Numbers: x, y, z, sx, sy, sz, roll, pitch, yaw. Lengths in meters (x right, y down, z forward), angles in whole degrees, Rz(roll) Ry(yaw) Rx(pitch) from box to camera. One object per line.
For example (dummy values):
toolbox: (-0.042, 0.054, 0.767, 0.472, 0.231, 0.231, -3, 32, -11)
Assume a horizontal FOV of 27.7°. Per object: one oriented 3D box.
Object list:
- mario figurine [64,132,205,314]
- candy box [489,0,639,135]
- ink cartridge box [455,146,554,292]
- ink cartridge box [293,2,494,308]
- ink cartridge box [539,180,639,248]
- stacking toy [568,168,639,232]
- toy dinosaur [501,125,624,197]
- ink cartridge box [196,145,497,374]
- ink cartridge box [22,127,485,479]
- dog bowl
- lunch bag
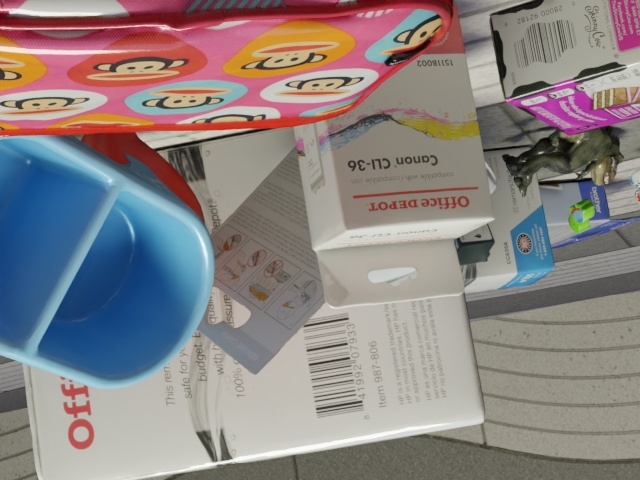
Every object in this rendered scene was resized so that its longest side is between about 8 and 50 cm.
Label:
mario figurine: (-0.251, 0.009, 1.037, 0.320, 0.198, 0.170, -4, 147, -1)
candy box: (0.263, -0.148, 0.956, 0.233, 0.071, 0.159, -15, 168, 26)
ink cartridge box: (0.137, -0.015, 1.383, 0.190, 0.140, 0.082, -7, 168, -14)
ink cartridge box: (0.048, -0.059, 0.892, 0.115, 0.198, 0.067, -6, 170, -22)
ink cartridge box: (0.229, -0.022, 1.656, 0.311, 0.065, 0.186, -2, 168, -23)
stacking toy: (0.386, -0.068, 1.431, 0.167, 0.052, 0.221, -26, 176, -19)
toy dinosaur: (0.241, -0.091, 1.286, 0.118, 0.064, 0.268, -27, 168, 9)
ink cartridge box: (0.000, 0.000, 1.018, 0.066, 0.232, 0.189, 45, 171, -34)
ink cartridge box: (-0.065, 0.059, 1.200, 0.394, 0.286, 0.166, -10, 170, 6)
dog bowl: (-0.180, 0.005, 0.845, 0.074, 0.166, 0.297, 25, 176, 37)
lunch bag: (-0.101, -0.122, 0.674, 0.293, 0.120, 0.258, -4, 173, -19)
